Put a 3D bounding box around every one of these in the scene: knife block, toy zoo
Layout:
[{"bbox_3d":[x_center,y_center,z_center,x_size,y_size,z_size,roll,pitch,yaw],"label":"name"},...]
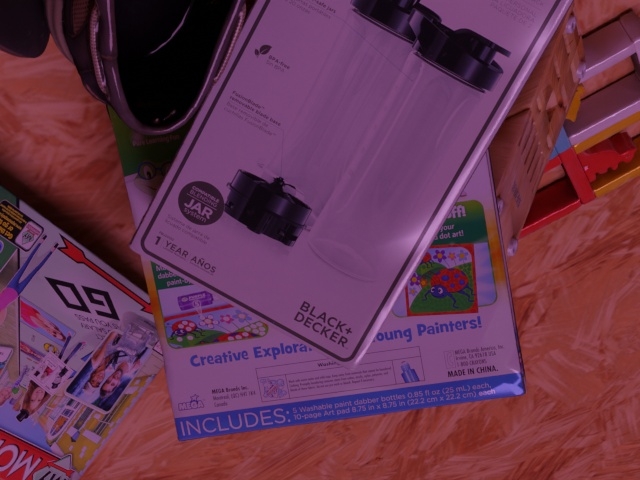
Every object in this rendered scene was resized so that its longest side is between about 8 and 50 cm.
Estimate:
[{"bbox_3d":[0.047,-0.081,1.182,0.276,0.242,0.088,-66,156,-20],"label":"knife block"},{"bbox_3d":[0.196,-0.082,1.307,0.293,0.030,0.192,-29,147,6],"label":"toy zoo"}]

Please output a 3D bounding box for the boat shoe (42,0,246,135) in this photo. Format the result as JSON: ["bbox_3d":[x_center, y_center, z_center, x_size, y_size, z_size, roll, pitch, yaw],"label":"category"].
[{"bbox_3d":[-0.066,-0.207,0.851,0.132,0.130,0.355,-11,139,-24],"label":"boat shoe"}]

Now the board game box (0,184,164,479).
[{"bbox_3d":[-0.242,0.086,1.155,0.213,0.046,0.317,-54,148,-5],"label":"board game box"}]

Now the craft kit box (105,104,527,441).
[{"bbox_3d":[0.000,0.000,1.069,0.250,0.061,0.247,-8,105,8],"label":"craft kit box"}]

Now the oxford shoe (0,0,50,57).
[{"bbox_3d":[-0.229,-0.164,0.895,0.076,0.076,0.212,-3,160,26],"label":"oxford shoe"}]

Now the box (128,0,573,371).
[{"bbox_3d":[0.023,-0.087,0.974,0.290,0.169,0.087,-62,180,15],"label":"box"}]
